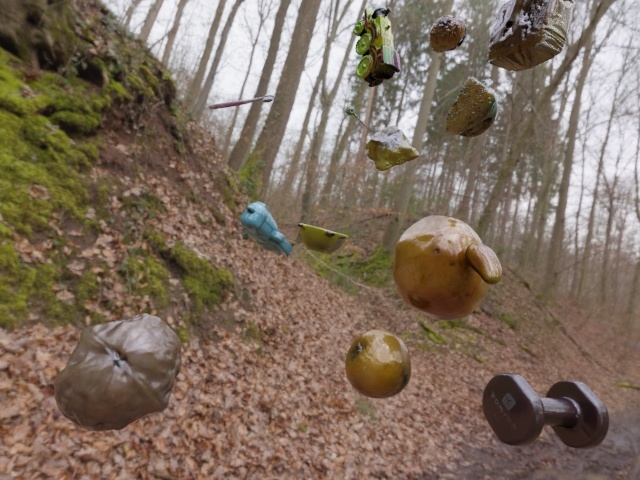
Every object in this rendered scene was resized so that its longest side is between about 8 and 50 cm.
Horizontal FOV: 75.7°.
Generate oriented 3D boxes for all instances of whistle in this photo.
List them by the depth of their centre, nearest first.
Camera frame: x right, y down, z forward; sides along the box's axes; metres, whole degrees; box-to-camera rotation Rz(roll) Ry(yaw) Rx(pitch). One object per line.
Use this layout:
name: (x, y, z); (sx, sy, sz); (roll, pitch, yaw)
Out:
whistle: (-0.177, -0.030, 1.297); (0.186, 0.093, 0.274); (21, -23, 24)

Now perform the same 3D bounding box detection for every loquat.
loquat: (0.219, 0.472, 1.589); (0.262, 0.264, 0.263); (17, -10, 3)

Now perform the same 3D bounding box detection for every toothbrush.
toothbrush: (-0.286, -0.487, 1.461); (0.286, 0.025, 0.020); (2, -37, 27)

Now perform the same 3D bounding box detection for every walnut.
walnut: (-0.430, 0.286, 0.905); (0.226, 0.274, 0.273); (19, -10, -11)

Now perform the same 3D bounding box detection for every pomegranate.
pomegranate: (0.466, 0.106, 1.634); (0.415, 0.418, 0.417); (17, -10, 3)

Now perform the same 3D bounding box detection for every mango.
mango: (0.545, 0.075, 1.364); (0.102, 0.085, 0.184); (20, 29, -20)

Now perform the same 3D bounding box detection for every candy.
candy: (0.097, -0.325, 1.094); (0.083, 0.023, 0.025); (51, 32, 13)

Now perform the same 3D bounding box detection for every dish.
dish: (0.000, 0.000, 1.871); (0.220, 0.109, 0.262); (14, 0, 16)

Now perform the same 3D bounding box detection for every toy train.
toy train: (0.201, -0.703, 1.481); (0.100, 0.297, 0.160); (8, -18, -37)

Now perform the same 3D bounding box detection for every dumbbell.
dumbbell: (0.464, 0.355, 0.856); (0.225, 0.124, 0.140); (11, 26, -21)

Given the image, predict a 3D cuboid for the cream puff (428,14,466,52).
cream puff: (0.442, -0.730, 1.448); (0.132, 0.120, 0.104); (-24, -9, 25)

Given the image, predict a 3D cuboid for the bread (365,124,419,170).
bread: (0.253, -0.352, 1.530); (0.160, 0.088, 0.233); (-16, 34, -2)

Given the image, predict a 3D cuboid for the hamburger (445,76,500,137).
hamburger: (0.704, -0.588, 1.878); (0.167, 0.288, 0.192); (5, 35, -32)

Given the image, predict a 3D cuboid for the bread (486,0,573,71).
bread: (0.570, -0.585, 1.135); (0.109, 0.210, 0.192); (21, -5, -29)
